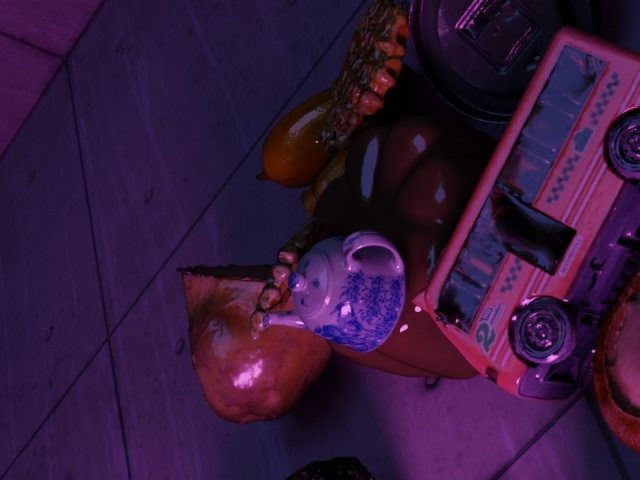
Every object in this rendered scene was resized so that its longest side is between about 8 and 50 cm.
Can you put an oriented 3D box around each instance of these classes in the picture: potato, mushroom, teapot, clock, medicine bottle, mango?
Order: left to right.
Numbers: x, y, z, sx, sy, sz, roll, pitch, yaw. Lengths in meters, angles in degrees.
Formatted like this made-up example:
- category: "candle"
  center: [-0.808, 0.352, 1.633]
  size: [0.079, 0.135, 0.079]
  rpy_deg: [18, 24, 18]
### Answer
- category: "potato"
  center: [-0.094, 0.165, 2.291]
  size: [0.300, 0.288, 0.237]
  rpy_deg: [5, 95, 40]
- category: "mango"
  center: [0.021, -0.191, 2.384]
  size: [0.317, 0.176, 0.119]
  rpy_deg: [-36, 78, 18]
- category: "teapot"
  center: [0.023, 0.060, 1.897]
  size: [0.232, 0.159, 0.159]
  rpy_deg: [-45, 39, 41]
- category: "medicine bottle"
  center: [0.062, -0.108, 2.328]
  size: [0.192, 0.096, 0.096]
  rpy_deg: [-47, 38, 31]
- category: "clock"
  center: [0.259, -0.304, 2.026]
  size: [0.280, 0.055, 0.281]
  rpy_deg: [10, 111, 27]
- category: "mushroom"
  center: [0.431, 0.112, 1.566]
  size: [0.297, 0.163, 0.278]
  rpy_deg: [-52, 20, 7]

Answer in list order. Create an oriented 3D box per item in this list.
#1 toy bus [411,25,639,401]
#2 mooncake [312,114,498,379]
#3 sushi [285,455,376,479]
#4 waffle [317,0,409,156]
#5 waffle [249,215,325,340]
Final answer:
- category: "toy bus"
  center: [0.300, -0.030, 1.748]
  size: [0.233, 0.203, 0.427]
  rpy_deg: [32, 100, 33]
- category: "mooncake"
  center: [0.136, 0.009, 2.049]
  size: [0.378, 0.200, 0.379]
  rpy_deg: [-34, 46, 45]
- category: "sushi"
  center: [-0.027, 0.456, 2.043]
  size: [0.350, 0.211, 0.171]
  rpy_deg: [-49, 32, 21]
- category: "waffle"
  center: [0.071, -0.262, 2.175]
  size: [0.291, 0.051, 0.291]
  rpy_deg: [-59, 16, 28]
- category: "waffle"
  center: [-0.048, 0.054, 2.032]
  size: [0.169, 0.036, 0.183]
  rpy_deg: [-66, -8, 30]
